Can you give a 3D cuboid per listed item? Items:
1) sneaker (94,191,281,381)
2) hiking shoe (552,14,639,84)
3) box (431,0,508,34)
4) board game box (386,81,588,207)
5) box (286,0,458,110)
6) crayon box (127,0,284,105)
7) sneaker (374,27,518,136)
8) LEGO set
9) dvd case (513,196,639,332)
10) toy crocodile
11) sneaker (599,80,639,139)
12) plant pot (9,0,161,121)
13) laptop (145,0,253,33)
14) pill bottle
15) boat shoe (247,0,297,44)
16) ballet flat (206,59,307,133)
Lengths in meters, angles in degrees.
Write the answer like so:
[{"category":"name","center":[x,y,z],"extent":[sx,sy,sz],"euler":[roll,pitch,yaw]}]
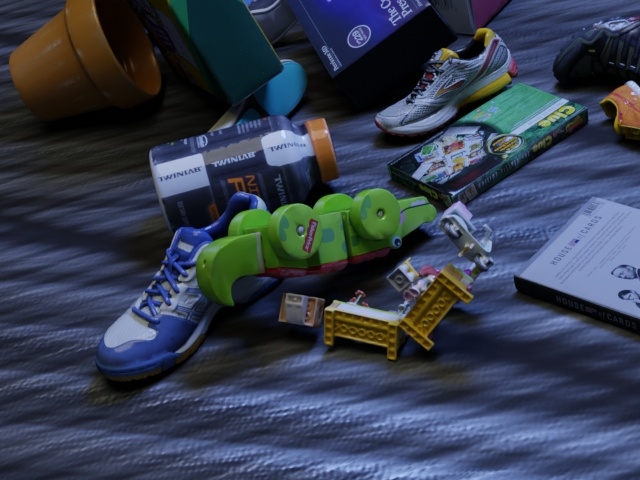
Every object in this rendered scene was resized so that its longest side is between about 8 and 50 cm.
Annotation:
[{"category":"sneaker","center":[-0.172,0.049,1.637],"extent":[0.112,0.131,0.296],"euler":[22,50,38]},{"category":"hiking shoe","center":[0.438,-0.259,1.879],"extent":[0.227,0.086,0.114],"euler":[-23,72,28]},{"category":"box","center":[0.240,-0.455,2.192],"extent":[0.148,0.127,0.232],"euler":[12,43,34]},{"category":"board game box","center":[0.233,-0.135,1.837],"extent":[0.259,0.030,0.136],"euler":[-32,36,-24]},{"category":"box","center":[0.065,-0.355,2.036],"extent":[0.184,0.103,0.261],"euler":[-38,49,12]},{"category":"crayon box","center":[-0.227,-0.383,2.018],"extent":[0.106,0.313,0.363],"euler":[-37,24,-8]},{"category":"sneaker","center":[0.171,-0.229,1.919],"extent":[0.225,0.093,0.088],"euler":[-33,30,-8]},{"category":"LEGO set","center":[0.095,0.059,1.555],"extent":[0.287,0.132,0.107],"euler":[-27,7,34]},{"category":"dvd case","center":[0.374,0.033,1.552],"extent":[0.238,0.029,0.179],"euler":[20,47,40]},{"category":"toy crocodile","center":[0.000,0.000,1.629],"extent":[0.340,0.105,0.115],"euler":[-13,5,-38]},{"category":"sneaker","center":[0.436,-0.152,1.775],"extent":[0.067,0.064,0.175],"euler":[-37,31,2]},{"category":"plant pot","center":[-0.389,-0.288,2.144],"extent":[0.188,0.205,0.205],"euler":[-23,33,15]},{"category":"laptop","center":[-0.203,-0.585,2.438],"extent":[0.236,0.408,0.382],"euler":[16,23,-30]},{"category":"pill bottle","center":[-0.100,-0.096,1.810],"extent":[0.245,0.130,0.130],"euler":[-16,35,-1]},{"category":"boat shoe","center":[-0.077,-0.386,2.215],"extent":[0.206,0.075,0.065],"euler":[-30,36,25]},{"category":"ballet flat","center":[-0.108,-0.189,1.997],"extent":[0.086,0.086,0.248],"euler":[9,42,29]}]
